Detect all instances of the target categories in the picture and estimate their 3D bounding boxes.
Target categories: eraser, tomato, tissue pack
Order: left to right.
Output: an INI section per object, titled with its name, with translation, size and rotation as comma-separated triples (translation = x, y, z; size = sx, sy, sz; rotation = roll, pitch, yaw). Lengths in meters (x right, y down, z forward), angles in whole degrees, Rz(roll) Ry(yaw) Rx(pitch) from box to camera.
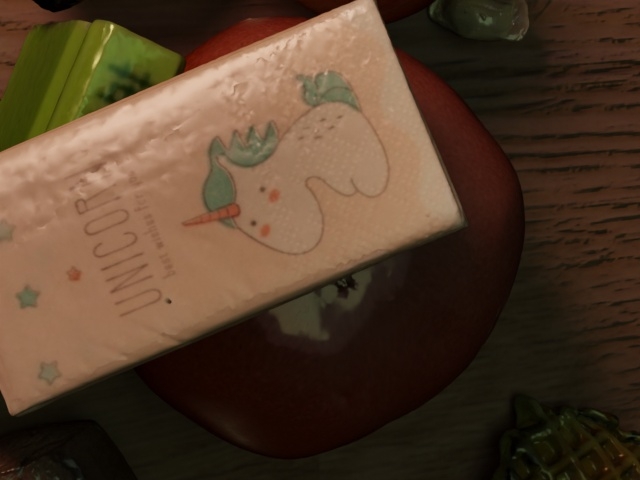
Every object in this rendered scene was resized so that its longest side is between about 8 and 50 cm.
[eraser]
translation = -0.208, -0.023, 1.297
size = 0.092, 0.210, 0.274
rotation = 24, 85, -23
[tissue pack]
translation = -0.081, -0.023, 1.157
size = 0.325, 0.071, 0.170
rotation = -24, 87, 0
[tomato]
translation = 0.000, 0.000, 1.338
size = 0.341, 0.273, 0.341
rotation = 1, 87, -13

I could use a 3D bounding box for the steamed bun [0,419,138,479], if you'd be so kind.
[steamed bun]
translation = -0.223, 0.224, 1.371
size = 0.175, 0.106, 0.145
rotation = -31, 106, -14

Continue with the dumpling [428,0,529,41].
[dumpling]
translation = 0.137, -0.200, 1.495
size = 0.052, 0.076, 0.057
rotation = 2, 100, -46

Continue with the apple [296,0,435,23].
[apple]
translation = 0.037, -0.267, 1.370
size = 0.164, 0.209, 0.209
rotation = -35, 113, 29

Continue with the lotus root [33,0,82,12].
[lotus root]
translation = -0.150, -0.316, 1.317
size = 0.173, 0.173, 0.309
rotation = 28, 85, -22

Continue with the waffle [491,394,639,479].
[waffle]
translation = 0.241, 0.254, 1.562
size = 0.208, 0.054, 0.214
rotation = 23, 65, -22
